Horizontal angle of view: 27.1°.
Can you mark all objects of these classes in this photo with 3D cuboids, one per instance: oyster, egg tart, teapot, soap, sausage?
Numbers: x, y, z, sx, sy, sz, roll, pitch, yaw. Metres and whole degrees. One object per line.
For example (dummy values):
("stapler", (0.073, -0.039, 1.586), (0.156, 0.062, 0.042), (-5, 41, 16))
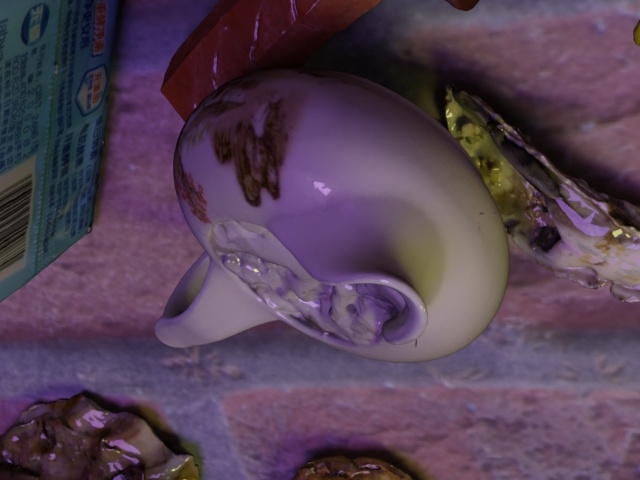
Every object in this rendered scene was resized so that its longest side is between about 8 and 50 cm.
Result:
("oyster", (0.143, -0.020, 0.774), (0.200, 0.061, 0.106), (44, 149, -2))
("oyster", (-0.196, 0.221, 1.053), (0.214, 0.083, 0.223), (16, 118, 13))
("egg tart", (0.028, 0.208, 0.955), (0.130, 0.052, 0.130), (14, 126, 20))
("teapot", (0.000, 0.000, 0.756), (0.204, 0.139, 0.298), (37, 159, -14))
("soap", (-0.202, -0.072, 0.828), (0.077, 0.156, 0.293), (27, 126, 18))
("sausage", (-0.023, -0.129, 0.767), (0.065, 0.065, 0.169), (47, 127, -7))

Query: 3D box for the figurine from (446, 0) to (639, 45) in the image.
("figurine", (0.170, -0.171, 0.579), (0.283, 0.204, 0.338), (-32, 116, 11))
